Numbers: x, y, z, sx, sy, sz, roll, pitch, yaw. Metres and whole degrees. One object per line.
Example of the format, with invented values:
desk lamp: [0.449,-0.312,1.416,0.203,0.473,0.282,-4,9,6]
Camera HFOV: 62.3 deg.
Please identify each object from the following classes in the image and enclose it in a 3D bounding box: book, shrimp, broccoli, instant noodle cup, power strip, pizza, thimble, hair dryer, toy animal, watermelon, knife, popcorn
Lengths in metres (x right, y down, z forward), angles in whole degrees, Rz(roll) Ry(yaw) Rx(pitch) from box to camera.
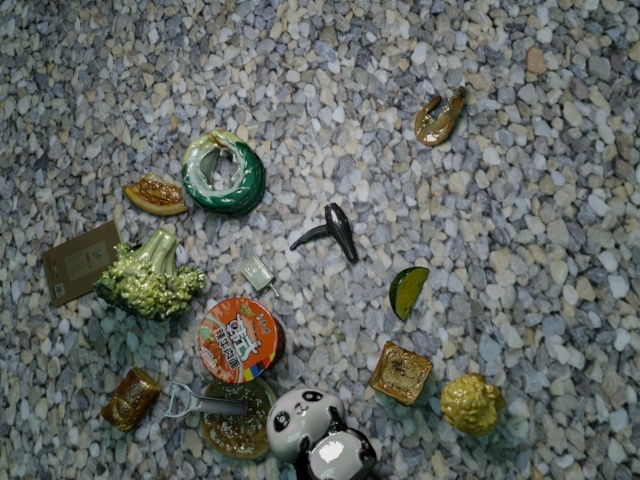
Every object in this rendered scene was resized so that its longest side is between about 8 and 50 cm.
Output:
book: [-0.838,0.081,1.888,0.311,0.021,0.216,-23,74,6]
shrimp: [0.393,-0.417,1.740,0.133,0.053,0.236,29,89,36]
broccoli: [-0.545,0.092,1.656,0.293,0.348,0.280,32,91,23]
instant noodle cup: [-0.224,0.309,1.624,0.251,0.192,0.250,-3,77,11]
power strip: [-0.192,0.123,1.736,0.075,0.042,0.175,-43,73,-1]
pizza: [-0.583,-0.159,1.870,0.271,0.056,0.134,29,93,15]
thimble: [-0.321,-0.228,1.775,0.254,0.167,0.288,-11,77,8]
hair dryer: [0.000,0.000,1.725,0.219,0.075,0.195,-23,83,16]
toy animal: [-0.016,0.571,1.513,0.251,0.251,0.310,-44,61,0]
watermelon: [0.260,0.146,1.622,0.092,0.075,0.181,29,84,12]
knife: [-0.343,0.498,1.638,0.278,0.053,0.123,2,72,17]
popcorn: [0.425,0.459,1.484,0.180,0.170,0.179,14,117,29]

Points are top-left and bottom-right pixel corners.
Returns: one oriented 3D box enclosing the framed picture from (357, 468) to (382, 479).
framed picture: [0.102,0.833,1.472,0.347,0.016,0.265,-44,102,-1]

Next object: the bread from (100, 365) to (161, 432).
bread: [-0.611,0.512,1.705,0.132,0.103,0.172,35,84,13]

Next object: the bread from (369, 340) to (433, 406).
bread: [0.227,0.388,1.542,0.149,0.143,0.158,30,85,9]

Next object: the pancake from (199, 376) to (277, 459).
pancake: [-0.253,0.548,1.654,0.283,0.049,0.282,-3,76,14]
